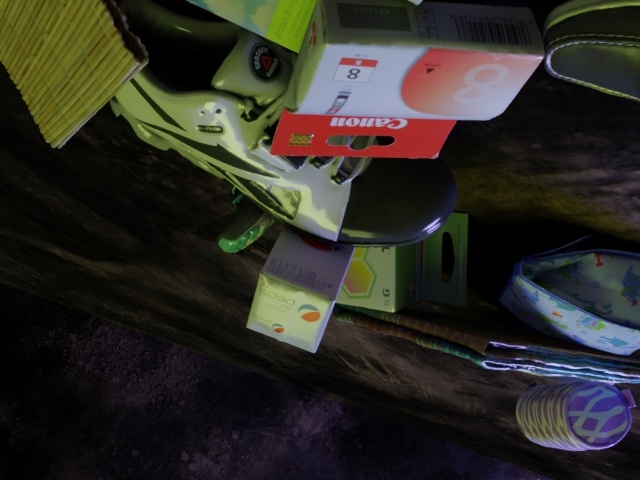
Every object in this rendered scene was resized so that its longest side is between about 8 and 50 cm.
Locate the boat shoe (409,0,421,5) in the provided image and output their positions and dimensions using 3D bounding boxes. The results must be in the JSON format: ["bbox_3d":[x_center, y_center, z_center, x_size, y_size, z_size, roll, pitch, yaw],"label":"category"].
[{"bbox_3d":[0.055,-0.184,0.404,0.070,0.078,0.219,22,164,-9],"label":"boat shoe"}]

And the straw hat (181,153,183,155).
[{"bbox_3d":[-0.120,-0.114,0.849,0.144,0.061,0.144,19,162,6],"label":"straw hat"}]

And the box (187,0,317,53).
[{"bbox_3d":[-0.027,-0.179,0.572,0.178,0.042,0.109,23,162,-8],"label":"box"}]

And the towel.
[{"bbox_3d":[0.231,0.127,0.992,0.370,0.040,0.271,12,179,-34],"label":"towel"}]

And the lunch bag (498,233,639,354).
[{"bbox_3d":[0.267,0.056,0.859,0.151,0.096,0.129,9,162,5],"label":"lunch bag"}]

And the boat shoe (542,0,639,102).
[{"bbox_3d":[0.235,-0.091,0.485,0.223,0.073,0.080,14,162,21],"label":"boat shoe"}]

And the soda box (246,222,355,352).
[{"bbox_3d":[0.000,0.000,0.792,0.069,0.216,0.074,21,130,3],"label":"soda box"}]

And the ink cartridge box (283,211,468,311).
[{"bbox_3d":[0.057,0.016,0.936,0.209,0.109,0.062,8,-166,35],"label":"ink cartridge box"}]

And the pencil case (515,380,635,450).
[{"bbox_3d":[0.319,0.223,1.067,0.088,0.086,0.206,-16,172,-7],"label":"pencil case"}]

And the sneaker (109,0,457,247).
[{"bbox_3d":[-0.036,-0.098,0.691,0.330,0.122,0.146,23,161,3],"label":"sneaker"}]

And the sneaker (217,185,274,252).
[{"bbox_3d":[-0.061,-0.060,0.787,0.076,0.166,0.065,37,145,-8],"label":"sneaker"}]

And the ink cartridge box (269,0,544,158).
[{"bbox_3d":[0.048,-0.092,0.580,0.145,0.045,0.179,-1,151,-15],"label":"ink cartridge box"}]

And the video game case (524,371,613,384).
[{"bbox_3d":[0.322,0.182,1.209,0.173,0.022,0.190,11,179,29],"label":"video game case"}]

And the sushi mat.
[{"bbox_3d":[-0.238,-0.178,0.738,0.316,0.019,0.151,-13,106,61],"label":"sushi mat"}]
